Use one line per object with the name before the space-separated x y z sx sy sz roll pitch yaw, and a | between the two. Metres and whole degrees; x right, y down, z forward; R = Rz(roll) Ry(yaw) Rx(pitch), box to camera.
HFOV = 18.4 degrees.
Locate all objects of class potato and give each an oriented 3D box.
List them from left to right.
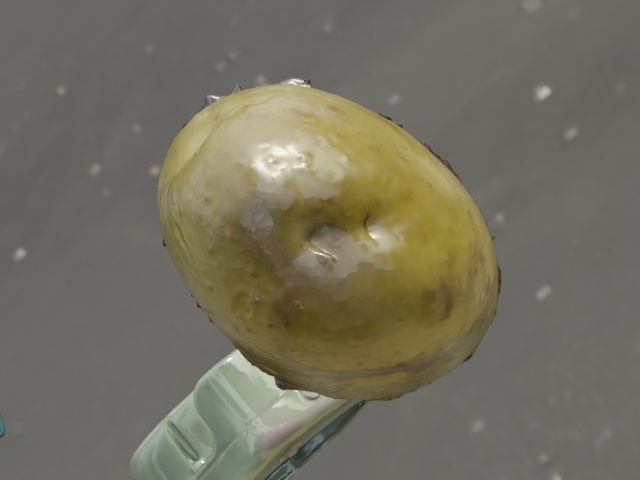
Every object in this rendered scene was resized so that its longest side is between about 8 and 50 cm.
potato | 0.000 0.000 1.433 0.242 0.285 0.242 -40 0 0

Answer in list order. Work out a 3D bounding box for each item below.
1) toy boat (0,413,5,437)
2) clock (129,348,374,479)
toy boat | -0.340 0.090 1.832 0.098 0.238 0.109 -3 34 13
clock | -0.064 0.177 1.854 0.265 0.108 0.324 -34 -11 -47
